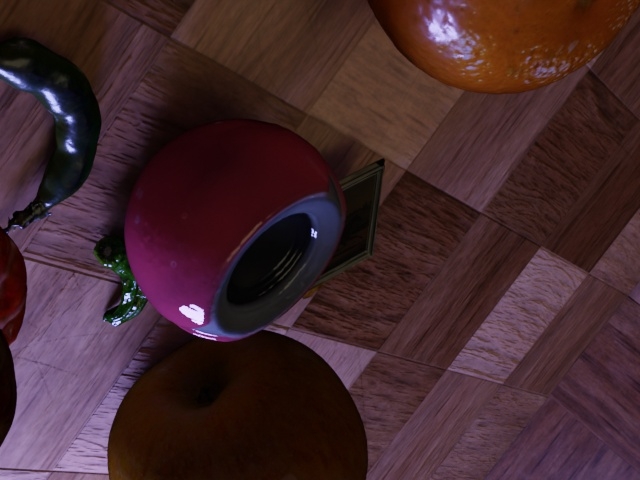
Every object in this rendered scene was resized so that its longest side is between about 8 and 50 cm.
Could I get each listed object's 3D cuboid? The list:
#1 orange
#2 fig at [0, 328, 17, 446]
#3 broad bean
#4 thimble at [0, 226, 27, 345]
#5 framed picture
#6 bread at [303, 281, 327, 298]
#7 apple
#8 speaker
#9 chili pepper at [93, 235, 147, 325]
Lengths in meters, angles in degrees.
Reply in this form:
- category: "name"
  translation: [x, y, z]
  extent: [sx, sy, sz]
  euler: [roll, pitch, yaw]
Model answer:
- category: "orange"
  translation: [0.236, -0.389, 1.565]
  extent: [0.424, 0.326, 0.424]
  euler: [-30, 148, -22]
- category: "fig"
  translation: [-0.356, 0.119, 1.085]
  extent: [0.205, 0.205, 0.205]
  euler: [-33, 146, -25]
- category: "broad bean"
  translation: [-0.315, -0.131, 1.419]
  extent: [0.144, 0.049, 0.292]
  euler: [-29, 145, -28]
- category: "thimble"
  translation: [-0.482, 0.050, 1.234]
  extent: [0.350, 0.230, 0.350]
  euler: [-34, 147, -26]
- category: "framed picture"
  translation: [0.000, 0.000, 1.875]
  extent: [0.252, 0.014, 0.197]
  euler: [-28, 140, -33]
- category: "bread"
  translation: [-0.027, 0.009, 1.931]
  extent: [0.125, 0.068, 0.188]
  euler: [-47, 150, -2]
- category: "apple"
  translation: [-0.129, 0.311, 1.855]
  extent: [0.400, 0.400, 0.333]
  euler: [-29, 107, -30]
- category: "speaker"
  translation: [-0.111, -0.018, 1.592]
  extent: [0.294, 0.294, 0.294]
  euler: [-33, 146, -25]
- category: "chili pepper"
  translation: [-0.266, 0.049, 1.690]
  extent: [0.073, 0.050, 0.182]
  euler: [-40, 152, -28]
